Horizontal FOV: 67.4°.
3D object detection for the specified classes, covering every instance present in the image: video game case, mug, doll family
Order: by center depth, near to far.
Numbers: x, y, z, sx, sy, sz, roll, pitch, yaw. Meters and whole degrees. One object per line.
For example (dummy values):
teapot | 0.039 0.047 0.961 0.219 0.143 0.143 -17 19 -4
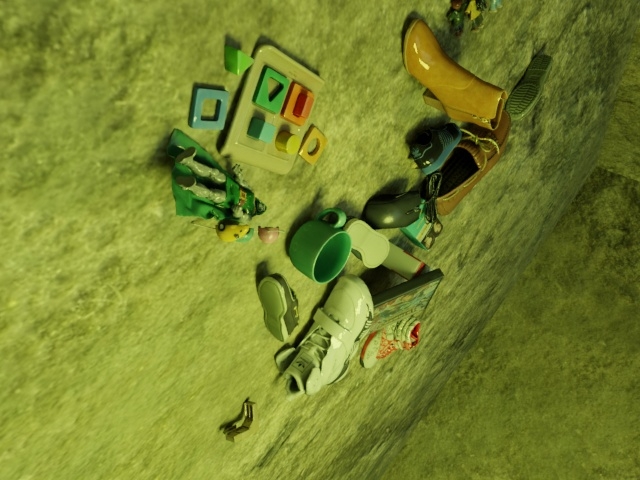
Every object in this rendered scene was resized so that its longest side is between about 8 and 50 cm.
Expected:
mug | 0.001 0.007 1.078 0.158 0.097 0.129 -53 147 -11
doll family | 0.380 -0.578 1.149 0.193 0.076 0.111 -52 143 -21
video game case | 0.221 0.198 1.444 0.274 0.035 0.248 -21 152 -13

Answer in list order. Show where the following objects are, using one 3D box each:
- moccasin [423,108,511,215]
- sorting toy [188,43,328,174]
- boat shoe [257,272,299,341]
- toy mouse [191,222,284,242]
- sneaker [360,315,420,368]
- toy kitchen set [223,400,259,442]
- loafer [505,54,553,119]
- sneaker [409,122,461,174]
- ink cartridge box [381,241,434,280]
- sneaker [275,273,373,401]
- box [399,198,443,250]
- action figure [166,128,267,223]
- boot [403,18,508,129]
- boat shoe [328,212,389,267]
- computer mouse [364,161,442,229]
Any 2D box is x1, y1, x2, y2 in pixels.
moccasin | 0.442 -0.254 1.450 0.380 0.139 0.147 -46 156 -3
sorting toy | -0.071 -0.215 0.845 0.347 0.047 0.196 8 109 -56
boat shoe | -0.088 0.142 1.090 0.068 0.081 0.228 -41 151 -31
toy mouse | -0.126 -0.011 0.871 0.143 0.160 0.031 4 88 -71
sneaker | 0.243 0.358 1.653 0.090 0.145 0.270 2 115 -54
toy kitchen set | -0.211 0.455 1.216 0.083 0.068 0.075 -5 92 -52
loafer | 0.726 -0.511 1.649 0.251 0.094 0.087 -57 144 -3
sneaker | 0.310 -0.273 1.291 0.090 0.081 0.232 52 46 -17
ink cartridge box | 0.269 0.082 1.477 0.072 0.127 0.175 -59 148 2
sneaker | 0.009 0.268 1.264 0.210 0.137 0.366 -20 135 -49
box | 0.303 -0.052 1.478 0.101 0.060 0.244 -58 148 -1
action figure | -0.157 -0.081 0.805 0.232 0.063 0.137 27 59 -65
boot | 0.317 -0.372 1.094 0.104 0.211 0.295 -57 148 -5
boat shoe | 0.098 0.000 1.222 0.095 0.079 0.254 -56 145 3
computer mouse | 0.238 -0.119 1.285 0.261 0.060 0.184 -6 108 -32
